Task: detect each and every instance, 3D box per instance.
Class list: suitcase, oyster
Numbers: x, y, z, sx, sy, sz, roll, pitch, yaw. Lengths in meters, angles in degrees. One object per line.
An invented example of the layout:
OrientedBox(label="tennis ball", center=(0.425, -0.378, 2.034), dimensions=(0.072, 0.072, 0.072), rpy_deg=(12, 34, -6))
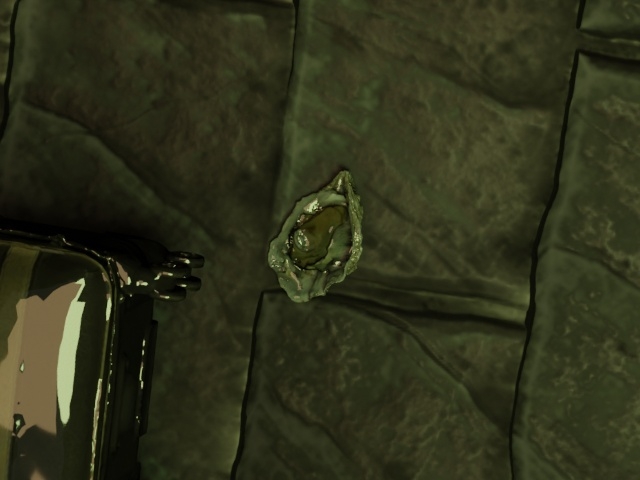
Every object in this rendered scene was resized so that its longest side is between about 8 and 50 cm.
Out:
OrientedBox(label="suitcase", center=(-0.331, 0.109, 1.581), dimensions=(0.434, 0.194, 0.283), rpy_deg=(8, 98, 10))
OrientedBox(label="oyster", center=(0.000, -0.001, 1.660), dimensions=(0.100, 0.037, 0.098), rpy_deg=(-24, 78, 25))
